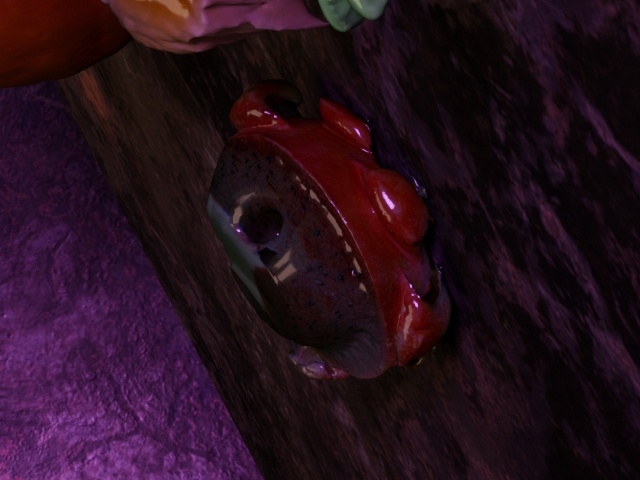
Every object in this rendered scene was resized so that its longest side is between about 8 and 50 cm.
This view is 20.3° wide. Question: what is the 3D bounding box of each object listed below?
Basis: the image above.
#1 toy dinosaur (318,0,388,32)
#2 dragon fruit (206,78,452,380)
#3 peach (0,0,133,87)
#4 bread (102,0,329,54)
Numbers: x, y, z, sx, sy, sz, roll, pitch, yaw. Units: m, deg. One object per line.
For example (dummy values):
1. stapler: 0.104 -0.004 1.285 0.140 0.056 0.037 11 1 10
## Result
1. toy dinosaur: 0.021 -0.372 0.824 0.374 0.144 0.500 162 96 -74
2. dragon fruit: 0.000 0.000 1.496 0.295 0.130 0.268 43 159 55
3. peach: -0.286 -0.304 1.544 0.343 0.343 0.301 60 168 18
4. bread: -0.110 -0.322 1.222 0.236 0.183 0.388 19 135 35
